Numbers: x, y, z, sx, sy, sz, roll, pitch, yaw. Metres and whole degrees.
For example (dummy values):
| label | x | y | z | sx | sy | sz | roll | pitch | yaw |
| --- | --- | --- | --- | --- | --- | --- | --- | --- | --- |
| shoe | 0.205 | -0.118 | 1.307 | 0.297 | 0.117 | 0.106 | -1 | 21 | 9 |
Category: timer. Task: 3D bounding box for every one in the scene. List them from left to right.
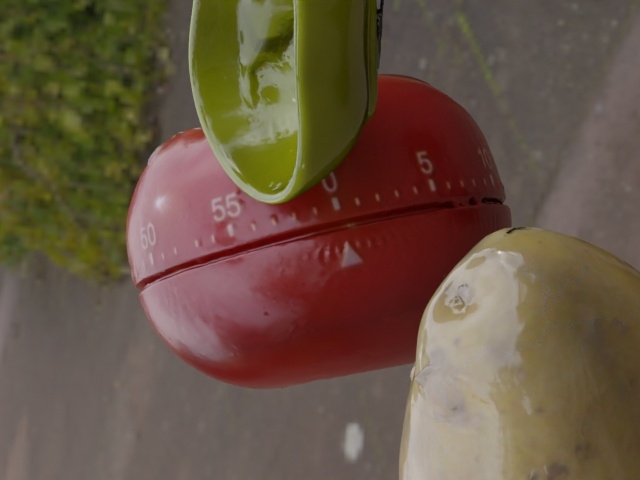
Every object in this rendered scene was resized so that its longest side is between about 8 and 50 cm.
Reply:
| label | x | y | z | sx | sy | sz | roll | pitch | yaw |
| --- | --- | --- | --- | --- | --- | --- | --- | --- | --- |
| timer | 0.000 | 0.000 | 1.637 | 0.378 | 0.378 | 0.279 | 157 | 101 | -66 |

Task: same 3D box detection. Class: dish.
| label | x | y | z | sx | sy | sz | roll | pitch | yaw |
| --- | --- | --- | --- | --- | --- | --- | --- | --- | --- |
| dish | -0.019 | -0.169 | 1.395 | 0.221 | 0.108 | 0.262 | 41 | 135 | 50 |

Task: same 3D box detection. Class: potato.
| label | x | y | z | sx | sy | sz | roll | pitch | yaw |
| --- | --- | --- | --- | --- | --- | --- | --- | --- | --- |
| potato | 0.102 | 0.099 | 0.665 | 0.128 | 0.235 | 0.161 | 25 | 80 | 49 |
